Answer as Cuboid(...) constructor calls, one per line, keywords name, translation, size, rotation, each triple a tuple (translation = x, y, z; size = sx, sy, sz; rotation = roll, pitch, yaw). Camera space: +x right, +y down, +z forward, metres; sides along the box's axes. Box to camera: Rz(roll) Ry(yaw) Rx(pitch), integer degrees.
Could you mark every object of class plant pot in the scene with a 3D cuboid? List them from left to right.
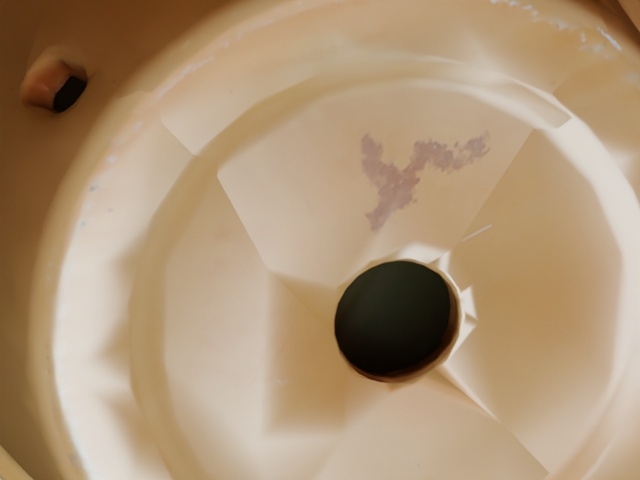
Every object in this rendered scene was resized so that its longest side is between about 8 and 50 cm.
Cuboid(name="plant pot", translation=(0.000, 0.000, 0.567), size=(0.290, 0.203, 0.291), rotation=(-3, 105, -11))
